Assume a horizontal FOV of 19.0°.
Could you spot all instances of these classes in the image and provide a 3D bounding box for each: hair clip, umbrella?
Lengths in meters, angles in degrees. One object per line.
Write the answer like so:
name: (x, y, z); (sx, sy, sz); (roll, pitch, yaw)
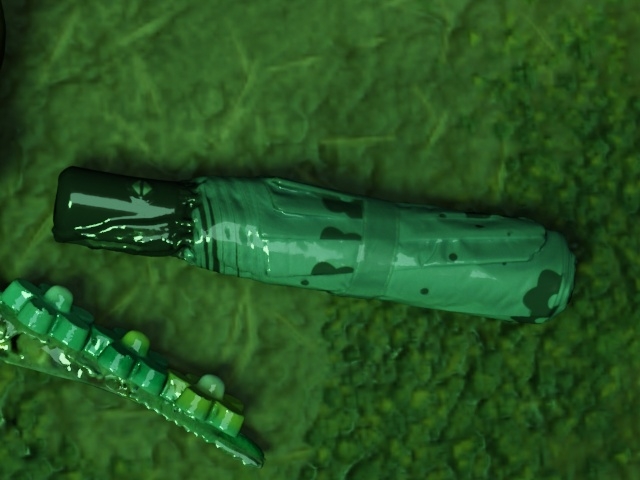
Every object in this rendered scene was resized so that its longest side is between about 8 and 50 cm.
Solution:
hair clip: (-0.098, 0.056, 0.873); (0.173, 0.049, 0.049); (26, 80, -8)
umbrella: (0.000, -0.002, 0.895); (0.250, 0.052, 0.053); (10, 84, -12)

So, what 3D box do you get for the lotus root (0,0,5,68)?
lotus root: (-0.201, -0.104, 0.832); (0.120, 0.120, 0.209); (-27, 90, -13)
